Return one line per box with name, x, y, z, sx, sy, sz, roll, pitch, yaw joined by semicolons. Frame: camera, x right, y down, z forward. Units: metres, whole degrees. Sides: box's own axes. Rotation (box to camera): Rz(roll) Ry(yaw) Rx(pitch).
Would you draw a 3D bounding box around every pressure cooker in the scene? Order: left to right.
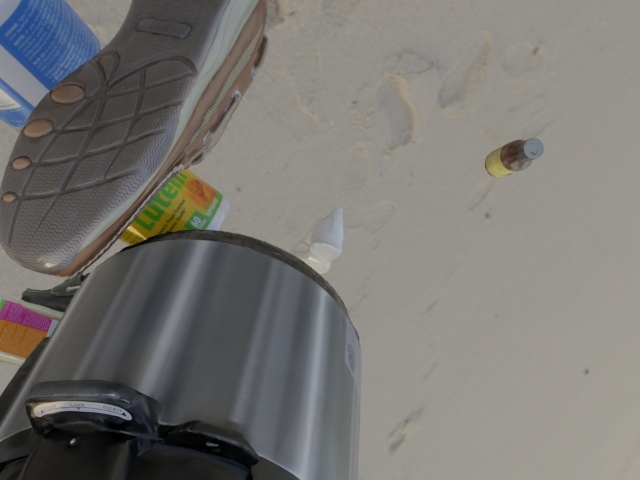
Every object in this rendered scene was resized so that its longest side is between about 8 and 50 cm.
pressure cooker;-0.142;0.234;0.627;0.370;0.420;0.375;34;123;-20

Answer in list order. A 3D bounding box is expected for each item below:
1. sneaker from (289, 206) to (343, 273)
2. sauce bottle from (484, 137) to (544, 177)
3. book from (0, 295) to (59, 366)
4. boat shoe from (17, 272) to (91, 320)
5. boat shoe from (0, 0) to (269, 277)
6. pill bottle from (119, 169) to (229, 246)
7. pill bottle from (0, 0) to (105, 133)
sneaker;0.000;0.000;1.181;0.080;0.094;0.212;22;158;-14
sauce bottle;0.251;-0.108;0.809;0.042;0.042;0.128;-40;-179;-2
book;-0.454;0.146;0.966;0.144;0.096;0.035;22;138;-19
boat shoe;-0.348;0.087;0.910;0.084;0.233;0.079;39;58;-52
boat shoe;-0.125;-0.104;0.506;0.324;0.123;0.116;-61;157;-20
pill bottle;-0.262;-0.072;0.861;0.246;0.136;0.136;36;101;-19
pill bottle;-0.285;-0.189;0.547;0.124;0.124;0.221;-39;153;-3
